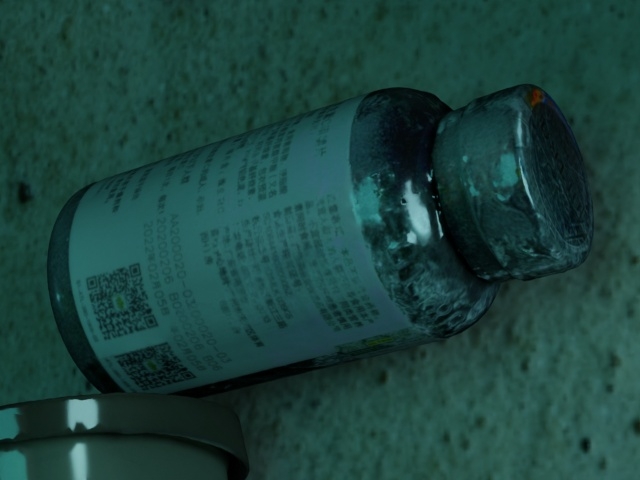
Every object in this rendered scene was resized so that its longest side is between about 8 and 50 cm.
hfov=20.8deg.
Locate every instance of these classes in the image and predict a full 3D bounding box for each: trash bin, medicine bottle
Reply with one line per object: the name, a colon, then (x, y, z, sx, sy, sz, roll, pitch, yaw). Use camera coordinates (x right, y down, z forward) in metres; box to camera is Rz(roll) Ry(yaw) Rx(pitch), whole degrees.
trash bin: (-0.152, 0.223, 0.985, 0.219, 0.219, 0.250, -13, 81, 30)
medicine bottle: (0.000, 0.000, 0.973, 0.293, 0.141, 0.141, -16, 73, 28)
